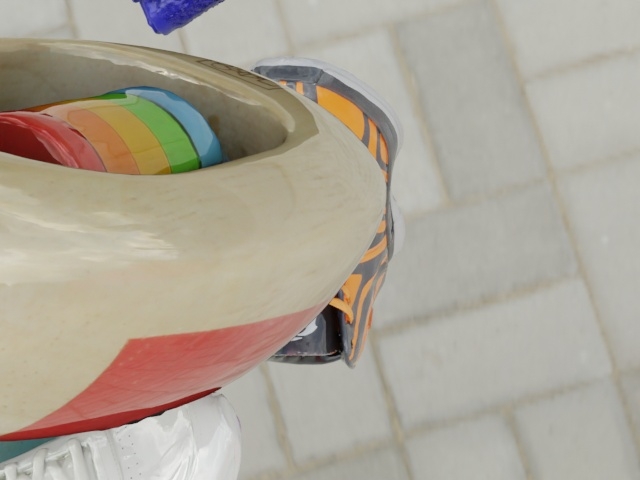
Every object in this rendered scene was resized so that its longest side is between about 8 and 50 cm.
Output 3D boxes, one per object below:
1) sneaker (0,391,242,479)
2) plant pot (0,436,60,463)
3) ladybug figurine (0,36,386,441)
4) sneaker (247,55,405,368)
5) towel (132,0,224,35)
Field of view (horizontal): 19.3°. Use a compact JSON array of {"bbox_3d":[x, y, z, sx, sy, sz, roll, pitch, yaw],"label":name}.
[{"bbox_3d":[-0.183,0.189,1.182,0.305,0.152,0.114,-36,54,18],"label":"sneaker"},{"bbox_3d":[-0.350,0.120,1.405,0.334,0.341,0.341,-38,70,1],"label":"plant pot"},{"bbox_3d":[-0.136,-0.004,1.029,0.305,0.449,0.162,23,110,26],"label":"ladybug figurine"},{"bbox_3d":[0.000,0.000,1.526,0.125,0.321,0.180,3,59,18],"label":"sneaker"},{"bbox_3d":[-0.049,-0.334,1.548,0.308,0.076,0.227,-28,61,19],"label":"towel"}]
